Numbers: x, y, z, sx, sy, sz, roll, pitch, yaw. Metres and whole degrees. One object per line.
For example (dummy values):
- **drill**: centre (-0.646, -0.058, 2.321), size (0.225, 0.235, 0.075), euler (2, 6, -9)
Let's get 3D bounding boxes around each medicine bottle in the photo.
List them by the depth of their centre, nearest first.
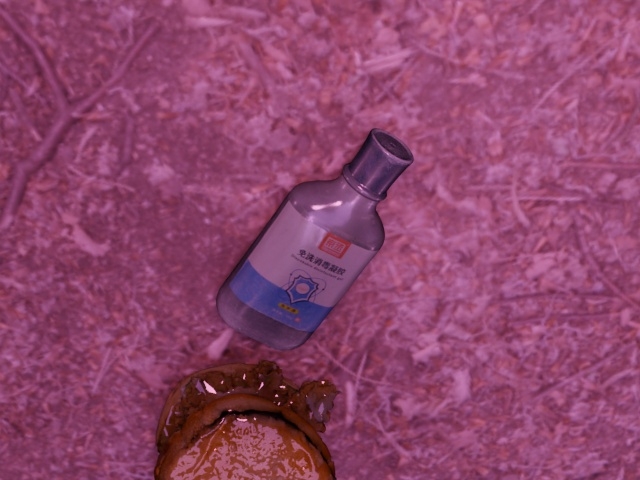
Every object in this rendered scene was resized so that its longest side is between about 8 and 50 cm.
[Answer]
- **medicine bottle**: centre (0.000, 0.000, 1.029), size (0.090, 0.054, 0.208), euler (27, 118, -20)

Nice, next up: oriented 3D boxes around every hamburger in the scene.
- **hamburger**: centre (-0.061, 0.177, 1.105), size (0.185, 0.131, 0.159), euler (-33, 111, 10)
